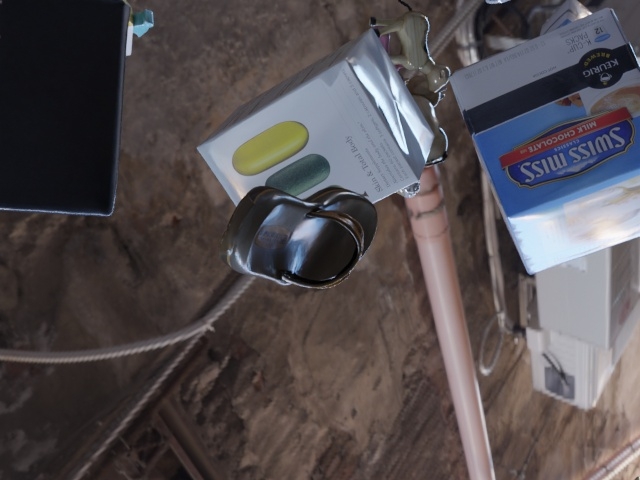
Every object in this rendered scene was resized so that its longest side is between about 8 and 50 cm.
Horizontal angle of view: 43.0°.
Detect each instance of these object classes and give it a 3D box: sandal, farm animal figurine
[{"bbox_3d":[0.000,0.000,0.655,0.060,0.219,0.090,24,-84,24],"label":"sandal"},{"bbox_3d":[0.190,-0.288,1.675,0.172,0.330,0.327,-8,-108,-5],"label":"farm animal figurine"}]

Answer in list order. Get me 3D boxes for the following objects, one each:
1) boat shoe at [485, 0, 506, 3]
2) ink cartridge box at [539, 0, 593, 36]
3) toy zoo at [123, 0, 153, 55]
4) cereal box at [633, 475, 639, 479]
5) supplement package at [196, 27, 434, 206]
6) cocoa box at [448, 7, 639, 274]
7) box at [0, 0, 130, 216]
[{"bbox_3d":[0.309,-0.458,1.343,0.080,0.076,0.228,-3,-150,30],"label":"boat shoe"},{"bbox_3d":[0.452,-0.327,1.403,0.139,0.082,0.191,37,-143,-6],"label":"ink cartridge box"},{"bbox_3d":[-0.382,-0.303,1.134,0.293,0.192,0.030,-6,-101,-4],"label":"toy zoo"},{"bbox_3d":[0.272,0.373,0.862,0.047,0.173,0.240,40,-71,13],"label":"cereal box"},{"bbox_3d":[0.000,-0.148,1.217,0.262,0.199,0.198,-26,-163,25],"label":"supplement package"},{"bbox_3d":[0.357,-0.120,1.182,0.231,0.347,0.228,-21,-111,13],"label":"cocoa box"},{"bbox_3d":[-0.424,-0.146,0.804,0.395,0.212,0.293,3,-176,-27],"label":"box"}]
